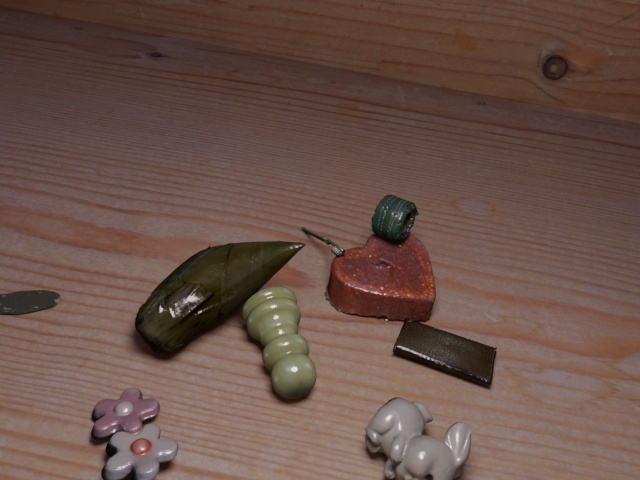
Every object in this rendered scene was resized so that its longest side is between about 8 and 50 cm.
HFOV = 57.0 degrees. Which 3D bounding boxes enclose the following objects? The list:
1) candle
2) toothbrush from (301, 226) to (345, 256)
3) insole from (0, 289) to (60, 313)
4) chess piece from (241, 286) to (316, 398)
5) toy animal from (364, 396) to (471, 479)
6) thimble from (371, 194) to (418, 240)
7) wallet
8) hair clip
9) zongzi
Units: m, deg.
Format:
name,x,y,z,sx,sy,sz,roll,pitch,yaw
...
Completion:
name,x,y,z,sx,sy,sz,roll,pitch,yaw
candle,0.187,0.101,1.596,0.317,0.131,0.287,-25,51,-34
toothbrush,0.004,-0.004,1.688,0.028,0.026,0.294,-40,25,-6
insole,-0.773,0.154,1.449,0.247,0.011,0.081,-1,38,-12
chess piece,-0.084,0.248,1.364,0.144,0.144,0.251,-9,47,-20
toy animal,0.198,0.414,1.199,0.193,0.128,0.178,30,41,30
thimble,0.205,-0.060,1.629,0.090,0.118,0.135,24,8,23
wallet,0.309,0.276,1.467,0.243,0.039,0.133,17,32,12
hair clip,-0.375,0.390,1.178,0.146,0.075,0.257,-17,40,-22
zongzi,-0.231,0.119,1.364,0.360,0.160,0.323,-12,29,38
